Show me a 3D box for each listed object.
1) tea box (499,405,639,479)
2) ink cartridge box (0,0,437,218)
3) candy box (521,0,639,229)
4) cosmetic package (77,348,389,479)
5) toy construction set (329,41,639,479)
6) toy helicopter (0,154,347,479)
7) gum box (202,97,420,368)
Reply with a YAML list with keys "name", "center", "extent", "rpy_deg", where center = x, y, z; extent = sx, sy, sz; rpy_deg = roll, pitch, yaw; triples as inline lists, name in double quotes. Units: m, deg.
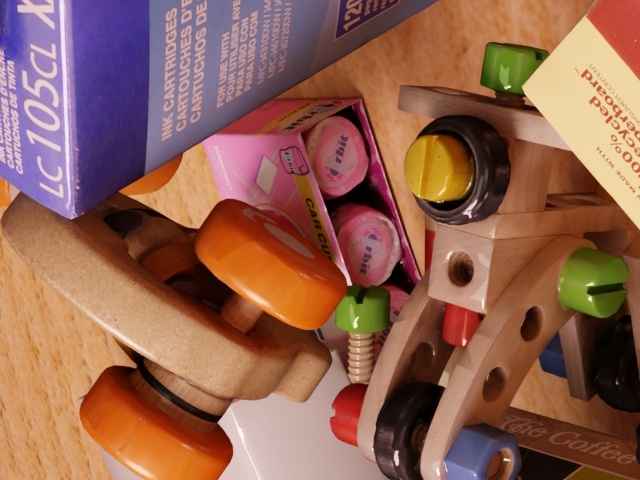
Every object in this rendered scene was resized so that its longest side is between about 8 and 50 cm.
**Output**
- name: "tea box"
  center: [0.137, 0.283, 1.060]
  extent: [0.329, 0.323, 0.220]
  rpy_deg: [13, 126, 45]
- name: "ink cartridge box"
  center: [-0.081, -0.198, 1.013]
  extent: [0.151, 0.395, 0.270]
  rpy_deg: [32, 137, 30]
- name: "candy box"
  center: [0.251, -0.076, 0.784]
  extent: [0.183, 0.316, 0.087]
  rpy_deg: [51, 145, 8]
- name: "cosmetic package"
  center: [-0.038, 0.226, 1.447]
  extent: [0.284, 0.097, 0.377]
  rpy_deg: [65, 159, -7]
- name: "toy construction set"
  center: [0.114, -0.004, 1.135]
  extent: [0.309, 0.257, 0.237]
  rpy_deg: [-150, 58, -66]
- name: "toy helicopter"
  center: [-0.087, 0.013, 1.156]
  extent: [0.235, 0.355, 0.140]
  rpy_deg: [36, 98, 12]
- name: "gum box"
  center: [0.000, 0.000, 1.350]
  extent: [0.107, 0.062, 0.188]
  rpy_deg: [4, 119, 48]
